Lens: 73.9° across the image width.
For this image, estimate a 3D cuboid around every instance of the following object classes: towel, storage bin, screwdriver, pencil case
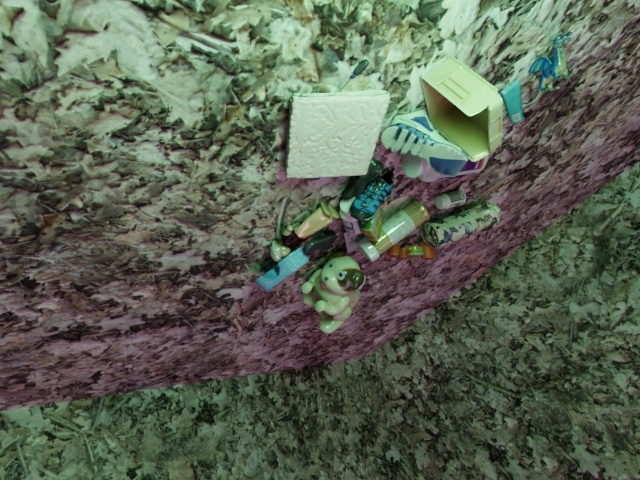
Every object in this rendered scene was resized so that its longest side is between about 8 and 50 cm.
[{"bbox_3d":[0.043,-0.341,1.406,0.316,0.053,0.332,-5,143,-15],"label":"towel"},{"bbox_3d":[0.481,-0.435,1.435,0.123,0.260,0.262,-37,149,4],"label":"storage bin"},{"bbox_3d":[0.083,-0.486,1.299,0.024,0.025,0.170,9,144,-46],"label":"screwdriver"},{"bbox_3d":[0.764,-0.085,2.311,0.410,0.160,0.183,-19,171,-10],"label":"pencil case"}]

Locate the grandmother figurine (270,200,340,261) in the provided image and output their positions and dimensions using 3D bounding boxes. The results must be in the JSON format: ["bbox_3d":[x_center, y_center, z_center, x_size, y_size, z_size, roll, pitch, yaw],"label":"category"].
[{"bbox_3d":[-0.088,-0.028,1.810,0.342,0.104,0.208,-39,148,20],"label":"grandmother figurine"}]

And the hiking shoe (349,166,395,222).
[{"bbox_3d":[0.205,-0.188,1.701,0.304,0.113,0.132,-49,159,-46],"label":"hiking shoe"}]

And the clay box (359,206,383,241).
[{"bbox_3d":[0.230,-0.076,1.877,0.053,0.127,0.222,12,169,19],"label":"clay box"}]

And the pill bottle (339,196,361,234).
[{"bbox_3d":[0.138,-0.111,1.843,0.108,0.108,0.180,-25,150,-1],"label":"pill bottle"}]

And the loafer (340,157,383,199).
[{"bbox_3d":[0.153,-0.245,1.689,0.078,0.076,0.223,37,128,-17],"label":"loafer"}]

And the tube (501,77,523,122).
[{"bbox_3d":[0.768,-0.549,1.694,0.080,0.052,0.207,-40,143,8],"label":"tube"}]

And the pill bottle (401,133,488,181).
[{"bbox_3d":[0.489,-0.331,1.687,0.322,0.181,0.181,-11,148,-23],"label":"pill bottle"}]

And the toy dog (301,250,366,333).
[{"bbox_3d":[0.101,0.246,2.219,0.395,0.285,0.408,-17,148,-15],"label":"toy dog"}]

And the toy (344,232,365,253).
[{"bbox_3d":[0.175,-0.028,2.053,0.136,0.056,0.237,-26,157,-4],"label":"toy"}]

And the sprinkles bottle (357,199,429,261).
[{"bbox_3d":[0.348,-0.046,2.031,0.355,0.121,0.121,-37,151,-3],"label":"sprinkles bottle"}]

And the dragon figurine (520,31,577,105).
[{"bbox_3d":[0.838,-0.629,1.573,0.085,0.144,0.289,-18,168,-14],"label":"dragon figurine"}]

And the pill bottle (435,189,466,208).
[{"bbox_3d":[0.645,-0.201,2.120,0.137,0.078,0.078,-14,148,-19],"label":"pill bottle"}]

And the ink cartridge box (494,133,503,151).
[{"bbox_3d":[0.686,-0.416,1.822,0.150,0.063,0.109,-17,149,-16],"label":"ink cartridge box"}]

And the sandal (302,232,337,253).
[{"bbox_3d":[0.000,-0.001,1.939,0.097,0.054,0.254,-51,161,22],"label":"sandal"}]

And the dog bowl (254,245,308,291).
[{"bbox_3d":[-0.173,0.135,1.947,0.297,0.074,0.166,-36,180,27],"label":"dog bowl"}]

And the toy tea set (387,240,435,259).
[{"bbox_3d":[0.511,0.034,2.393,0.200,0.124,0.336,-6,169,38],"label":"toy tea set"}]

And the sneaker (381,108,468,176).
[{"bbox_3d":[0.378,-0.370,1.507,0.315,0.182,0.127,24,144,-7],"label":"sneaker"}]
